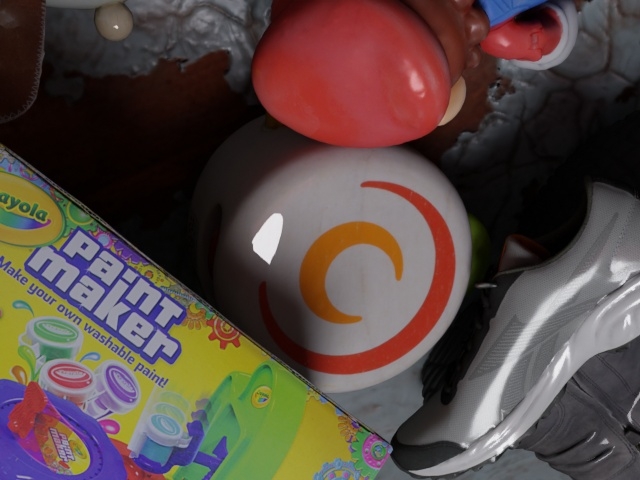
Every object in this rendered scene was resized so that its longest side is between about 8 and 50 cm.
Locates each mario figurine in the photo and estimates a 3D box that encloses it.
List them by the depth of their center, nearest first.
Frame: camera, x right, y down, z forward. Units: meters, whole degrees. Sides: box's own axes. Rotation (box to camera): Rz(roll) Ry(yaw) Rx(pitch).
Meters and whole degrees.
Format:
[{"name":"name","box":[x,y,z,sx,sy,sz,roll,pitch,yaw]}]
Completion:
[{"name":"mario figurine","box":[0.082,-0.188,0.655,0.320,0.170,0.198,-38,84,-11]}]

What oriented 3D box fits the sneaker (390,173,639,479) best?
[{"name":"sneaker","box":[0.140,0.064,0.708,0.108,0.100,0.271,41,109,-5]}]

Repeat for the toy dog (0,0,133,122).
[{"name":"toy dog","box":[-0.253,-0.093,0.615,0.333,0.220,0.161,-21,103,-2]}]

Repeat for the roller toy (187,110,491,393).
[{"name":"roller toy","box":[0.000,0.000,0.735,0.191,0.146,0.209,-44,118,2]}]

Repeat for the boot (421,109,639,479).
[{"name":"boot","box":[0.258,0.063,0.829,0.222,0.118,0.338,24,120,-20]}]

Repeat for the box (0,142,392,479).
[{"name":"box","box":[-0.157,0.105,0.642,0.290,0.279,0.177,39,74,-12]}]
